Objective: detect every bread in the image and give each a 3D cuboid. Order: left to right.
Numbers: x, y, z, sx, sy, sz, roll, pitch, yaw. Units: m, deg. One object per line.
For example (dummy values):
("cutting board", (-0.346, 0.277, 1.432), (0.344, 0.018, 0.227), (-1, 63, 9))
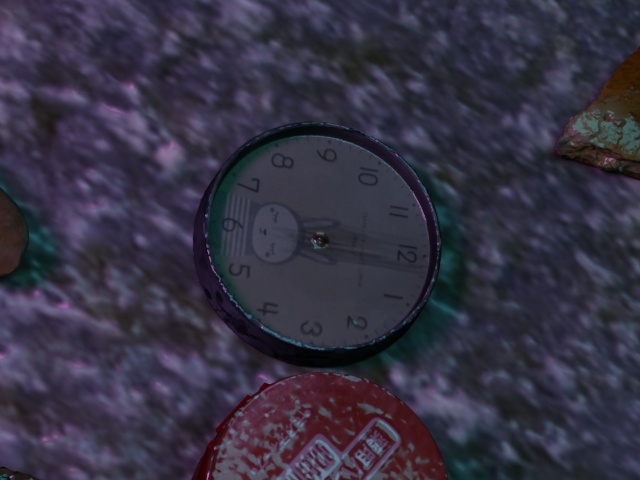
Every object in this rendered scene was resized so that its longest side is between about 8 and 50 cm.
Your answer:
("bread", (0.308, -0.097, 1.287), (0.136, 0.054, 0.154), (45, 69, 2))

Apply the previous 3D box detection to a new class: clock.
("clock", (0.000, 0.000, 1.180), (0.215, 0.042, 0.215), (5, 69, -13))

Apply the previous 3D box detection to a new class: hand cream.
("hand cream", (-0.006, 0.205, 1.059), (0.193, 0.125, 0.193), (4, 71, -12))

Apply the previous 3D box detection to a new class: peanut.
("peanut", (-0.295, -0.031, 1.102), (0.152, 0.076, 0.076), (43, 67, -1))

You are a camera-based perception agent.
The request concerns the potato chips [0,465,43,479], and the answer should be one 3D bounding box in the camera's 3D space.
("potato chips", (-0.250, 0.278, 1.025), (0.202, 0.029, 0.220), (39, 65, -1))
